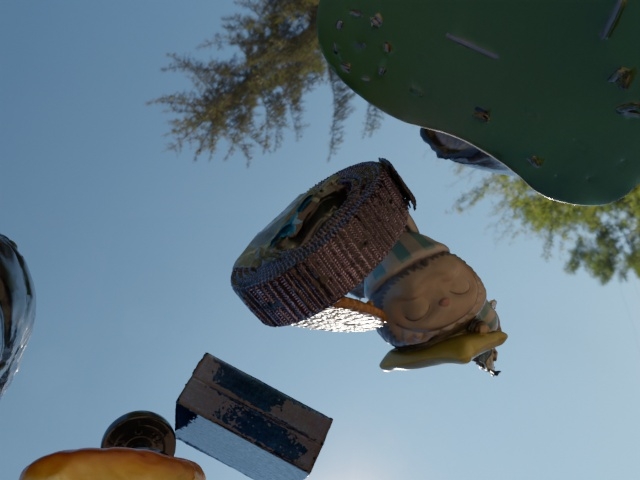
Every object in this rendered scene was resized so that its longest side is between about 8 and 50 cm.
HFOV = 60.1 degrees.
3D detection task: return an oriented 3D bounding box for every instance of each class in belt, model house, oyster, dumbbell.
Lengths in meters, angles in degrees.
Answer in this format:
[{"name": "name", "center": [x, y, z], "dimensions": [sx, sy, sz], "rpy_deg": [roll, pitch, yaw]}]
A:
[{"name": "belt", "center": [0.000, 0.000, 0.902], "dimensions": [0.325, 0.260, 0.122], "rpy_deg": [-47, -66, -21]}, {"name": "model house", "center": [0.155, -0.188, 0.424], "dimensions": [0.293, 0.207, 0.154], "rpy_deg": [35, -127, 24]}, {"name": "oyster", "center": [0.457, 0.261, 1.528], "dimensions": [0.214, 0.083, 0.223], "rpy_deg": [-49, -43, -64]}, {"name": "dumbbell", "center": [-0.331, 0.413, 1.010], "dimensions": [0.143, 0.325, 0.143], "rpy_deg": [-3, -80, -18]}]

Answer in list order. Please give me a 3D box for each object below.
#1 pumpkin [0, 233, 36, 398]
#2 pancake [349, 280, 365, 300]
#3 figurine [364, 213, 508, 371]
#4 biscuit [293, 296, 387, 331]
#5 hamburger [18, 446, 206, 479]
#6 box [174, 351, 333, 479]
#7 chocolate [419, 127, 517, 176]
[{"name": "pumpkin", "center": [-0.521, 0.129, 0.671], "dimensions": [0.266, 0.363, 0.364], "rpy_deg": [22, -126, -12]}, {"name": "pancake", "center": [0.043, 0.064, 1.486], "dimensions": [0.212, 0.258, 0.056], "rpy_deg": [31, -122, 18]}, {"name": "figurine", "center": [0.251, 0.076, 1.248], "dimensions": [0.361, 0.266, 0.378], "rpy_deg": [-3, -101, -60]}, {"name": "biscuit", "center": [-0.001, 0.132, 1.039], "dimensions": [0.253, 0.253, 0.035], "rpy_deg": [22, -114, -38]}, {"name": "hamburger", "center": [-0.248, 0.353, 0.653], "dimensions": [0.246, 0.246, 0.170], "rpy_deg": [27, -134, -35]}, {"name": "box", "center": [-0.138, 0.361, 1.058], "dimensions": [0.261, 0.279, 0.116], "rpy_deg": [26, -125, 2]}, {"name": "chocolate", "center": [0.331, -0.228, 0.859], "dimensions": [0.212, 0.303, 0.304], "rpy_deg": [20, -123, -24]}]
